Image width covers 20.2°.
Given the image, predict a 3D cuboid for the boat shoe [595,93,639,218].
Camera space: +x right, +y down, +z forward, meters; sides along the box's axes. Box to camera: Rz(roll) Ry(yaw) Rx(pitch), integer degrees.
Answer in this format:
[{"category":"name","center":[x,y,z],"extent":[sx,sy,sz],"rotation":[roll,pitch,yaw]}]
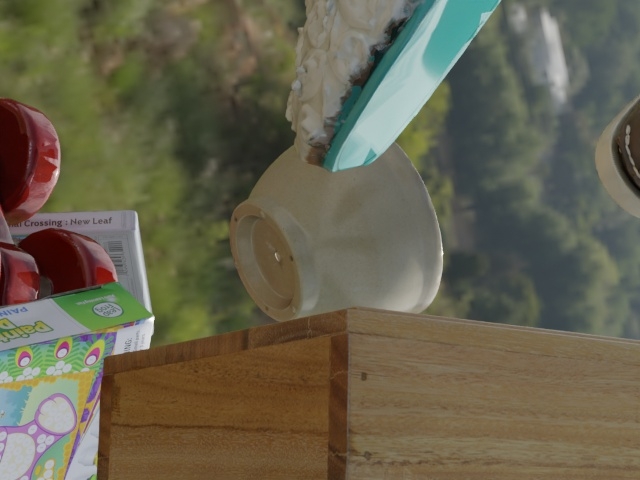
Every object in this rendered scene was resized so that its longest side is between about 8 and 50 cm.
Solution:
[{"category":"boat shoe","center":[0.335,-0.148,1.445],"extent":[0.116,0.097,0.324],"rotation":[44,56,-5]}]

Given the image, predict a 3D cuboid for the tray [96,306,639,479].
[{"category":"tray","center":[0.124,0.094,0.860],"extent":[0.411,0.203,0.076],"rotation":[9,77,-33]}]

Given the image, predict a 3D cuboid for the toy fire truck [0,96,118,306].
[{"category":"toy fire truck","center":[-0.316,0.018,1.338],"extent":[0.169,0.254,0.302],"rotation":[18,41,-57]}]

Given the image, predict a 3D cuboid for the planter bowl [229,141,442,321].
[{"category":"planter bowl","center":[0.000,0.000,1.362],"extent":[0.162,0.109,0.162],"rotation":[38,-40,42]}]

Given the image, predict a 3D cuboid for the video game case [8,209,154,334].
[{"category":"video game case","center":[-0.247,0.034,1.551],"extent":[0.212,0.193,0.023],"rotation":[92,-5,-63]}]

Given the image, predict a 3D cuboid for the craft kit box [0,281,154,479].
[{"category":"craft kit box","center":[-0.237,0.162,1.152],"extent":[0.061,0.247,0.250],"rotation":[40,-51,42]}]

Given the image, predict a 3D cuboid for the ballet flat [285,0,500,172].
[{"category":"ballet flat","center":[0.092,-0.230,1.074],"extent":[0.147,0.409,0.147],"rotation":[38,7,-6]}]
